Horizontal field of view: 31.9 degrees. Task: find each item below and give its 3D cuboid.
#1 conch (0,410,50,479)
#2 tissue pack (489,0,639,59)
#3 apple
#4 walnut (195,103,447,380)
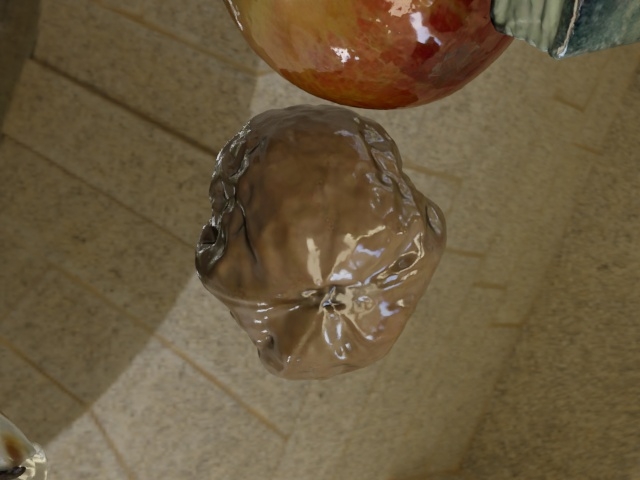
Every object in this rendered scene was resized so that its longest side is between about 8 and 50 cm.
[{"bbox_3d":[-0.297,0.139,0.605,0.149,0.274,0.183,56,-21,20],"label":"conch"},{"bbox_3d":[0.244,-0.235,0.757,0.081,0.257,0.185,38,-47,46],"label":"tissue pack"},{"bbox_3d":[0.083,-0.203,0.899,0.293,0.251,0.163,-35,-114,17],"label":"apple"},{"bbox_3d":[-0.001,-0.002,1.094,0.227,0.273,0.273,-33,-113,10],"label":"walnut"}]
